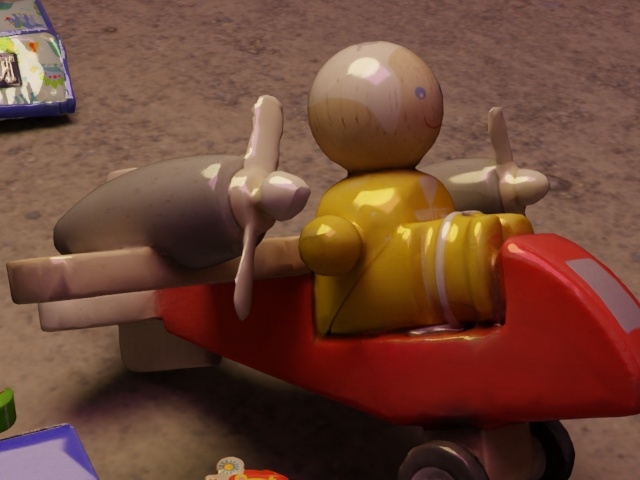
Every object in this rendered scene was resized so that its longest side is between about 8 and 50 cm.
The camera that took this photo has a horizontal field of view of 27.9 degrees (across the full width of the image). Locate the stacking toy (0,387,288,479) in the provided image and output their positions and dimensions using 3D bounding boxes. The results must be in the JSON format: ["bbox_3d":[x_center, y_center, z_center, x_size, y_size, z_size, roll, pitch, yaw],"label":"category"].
[{"bbox_3d":[-0.111,0.165,0.679,0.221,0.167,0.052,17,35,24],"label":"stacking toy"}]

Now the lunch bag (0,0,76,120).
[{"bbox_3d":[-0.327,-0.173,1.297,0.128,0.096,0.151,-9,47,-22],"label":"lunch bag"}]

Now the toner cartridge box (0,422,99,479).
[{"bbox_3d":[-0.079,0.251,0.507,0.075,0.165,0.348,-10,39,-26],"label":"toner cartridge box"}]

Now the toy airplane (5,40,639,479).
[{"bbox_3d":[0.000,0.000,0.849,0.384,0.272,0.386,9,12,-11],"label":"toy airplane"}]
